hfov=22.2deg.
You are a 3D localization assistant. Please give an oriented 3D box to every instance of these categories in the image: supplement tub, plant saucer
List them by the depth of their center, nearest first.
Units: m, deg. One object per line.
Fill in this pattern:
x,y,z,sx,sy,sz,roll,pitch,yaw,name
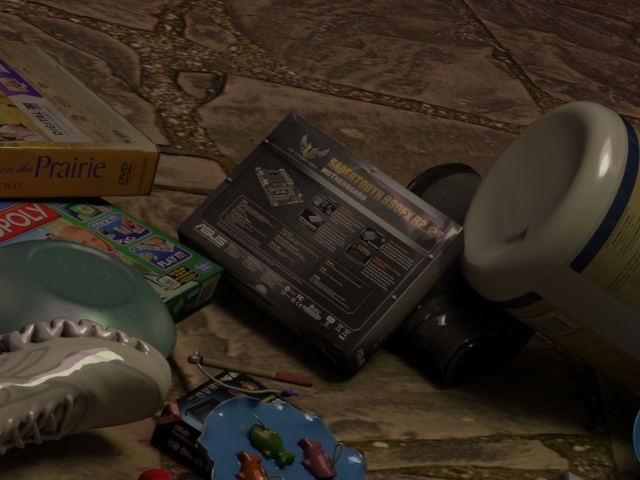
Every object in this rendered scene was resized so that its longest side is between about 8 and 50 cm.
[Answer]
-0.212,0.044,1.420,0.195,0.037,0.195,18,25,-9,plant saucer
0.325,0.027,1.673,0.316,0.228,0.228,33,20,-21,supplement tub

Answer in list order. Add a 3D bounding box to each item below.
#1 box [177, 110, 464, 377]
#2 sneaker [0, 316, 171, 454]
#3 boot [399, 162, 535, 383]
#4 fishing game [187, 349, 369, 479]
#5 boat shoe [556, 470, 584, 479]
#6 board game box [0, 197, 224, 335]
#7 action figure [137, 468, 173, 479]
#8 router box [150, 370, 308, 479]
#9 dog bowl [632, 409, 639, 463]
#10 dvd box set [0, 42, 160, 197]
0.000,0.000,1.638,0.231,0.056,0.183,35,69,21,box
-0.253,0.129,1.255,0.292,0.110,0.118,2,38,-23,sneaker
0.150,0.043,1.784,0.223,0.118,0.338,36,35,17,boot
-0.016,0.190,1.323,0.189,0.041,0.264,15,35,-37,fishing game
0.238,0.312,1.269,0.156,0.136,0.367,26,14,1,boat shoe
-0.256,0.034,1.504,0.213,0.046,0.317,30,25,15,board game box
-0.121,0.243,1.130,0.139,0.091,0.280,21,24,18,action figure
-0.074,0.162,1.399,0.092,0.038,0.122,31,26,16,router box
0.428,0.246,1.538,0.166,0.074,0.297,-36,54,-21,dog bowl
-0.413,-0.127,1.622,0.420,0.062,0.307,-2,27,-37,dvd box set
